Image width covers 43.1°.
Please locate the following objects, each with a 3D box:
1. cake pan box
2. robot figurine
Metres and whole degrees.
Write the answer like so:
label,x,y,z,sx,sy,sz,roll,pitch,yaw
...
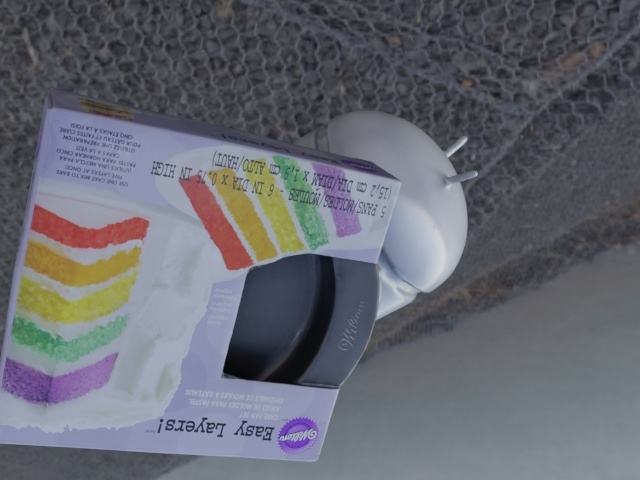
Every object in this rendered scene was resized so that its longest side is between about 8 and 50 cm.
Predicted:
label,x,y,z,sx,sy,sz,roll,pitch,yaw
cake pan box,-0.089,0.039,0.602,0.267,0.070,0.245,11,106,-23
robot figurine,0.000,0.000,0.833,0.354,0.300,0.199,-30,119,16
